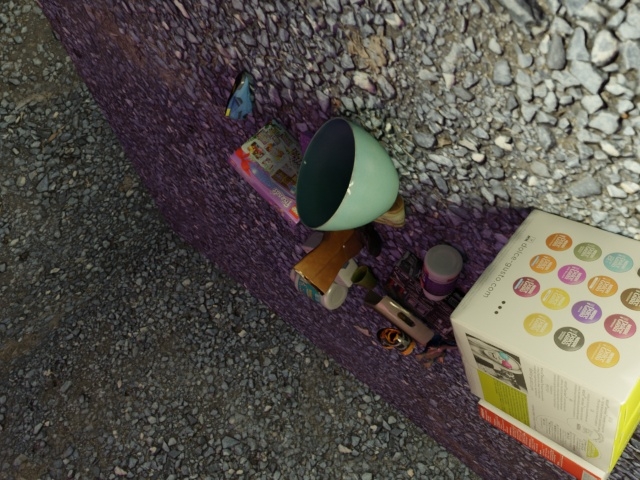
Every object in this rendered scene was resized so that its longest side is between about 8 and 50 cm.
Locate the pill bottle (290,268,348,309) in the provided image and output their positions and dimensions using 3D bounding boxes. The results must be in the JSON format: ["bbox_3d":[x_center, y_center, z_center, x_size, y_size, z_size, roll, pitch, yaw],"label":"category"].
[{"bbox_3d":[-0.015,0.194,2.386,0.264,0.146,0.146,26,154,39],"label":"pill bottle"}]

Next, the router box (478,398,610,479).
[{"bbox_3d":[0.607,0.365,1.295,0.301,0.335,0.082,27,152,39],"label":"router box"}]

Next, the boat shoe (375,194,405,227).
[{"bbox_3d":[0.124,-0.109,1.586,0.285,0.104,0.089,26,151,37],"label":"boat shoe"}]

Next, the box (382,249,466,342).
[{"bbox_3d":[0.364,0.194,1.778,0.307,0.076,0.242,39,160,13],"label":"box"}]

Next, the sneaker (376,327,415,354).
[{"bbox_3d":[0.265,0.355,1.973,0.083,0.084,0.215,40,165,-20],"label":"sneaker"}]

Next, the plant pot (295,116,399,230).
[{"bbox_3d":[0.089,-0.153,1.391,0.195,0.290,0.290,12,175,-28],"label":"plant pot"}]

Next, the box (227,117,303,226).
[{"bbox_3d":[-0.119,-0.216,1.688,0.293,0.201,0.057,45,160,-4],"label":"box"}]

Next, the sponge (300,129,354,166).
[{"bbox_3d":[0.027,-0.241,1.583,0.210,0.031,0.117,31,146,32],"label":"sponge"}]

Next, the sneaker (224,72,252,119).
[{"bbox_3d":[-0.243,-0.450,1.676,0.082,0.069,0.209,14,156,-16],"label":"sneaker"}]

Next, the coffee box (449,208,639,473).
[{"bbox_3d":[0.524,0.201,1.114,0.334,0.337,0.338,26,153,39],"label":"coffee box"}]

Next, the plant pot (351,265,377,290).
[{"bbox_3d":[0.177,0.153,2.060,0.079,0.083,0.083,40,163,-26],"label":"plant pot"}]

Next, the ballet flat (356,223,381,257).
[{"bbox_3d":[0.160,-0.016,1.787,0.049,0.057,0.173,31,153,59],"label":"ballet flat"}]

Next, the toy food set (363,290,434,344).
[{"bbox_3d":[0.287,0.266,1.967,0.220,0.092,0.306,39,175,-3],"label":"toy food set"}]

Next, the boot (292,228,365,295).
[{"bbox_3d":[0.000,0.000,1.776,0.264,0.280,0.096,51,158,-19],"label":"boot"}]

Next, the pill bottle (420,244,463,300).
[{"bbox_3d":[0.352,0.103,1.573,0.108,0.108,0.193,35,158,22],"label":"pill bottle"}]

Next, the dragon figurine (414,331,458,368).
[{"bbox_3d":[0.448,0.394,2.003,0.085,0.144,0.289,44,141,3],"label":"dragon figurine"}]

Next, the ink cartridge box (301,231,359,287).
[{"bbox_3d":[0.044,0.074,2.116,0.154,0.093,0.212,10,140,57],"label":"ink cartridge box"}]
